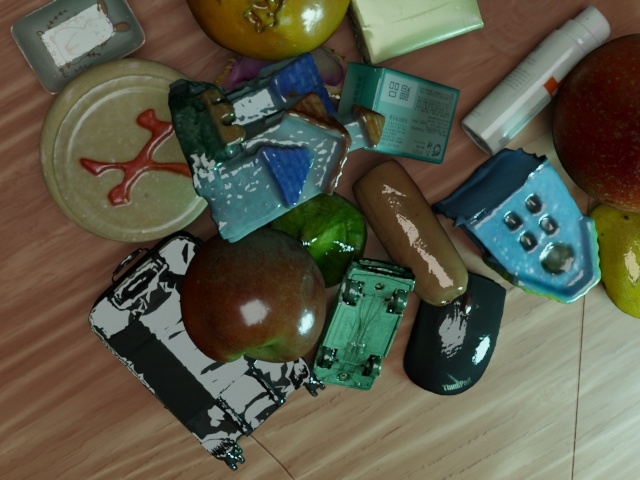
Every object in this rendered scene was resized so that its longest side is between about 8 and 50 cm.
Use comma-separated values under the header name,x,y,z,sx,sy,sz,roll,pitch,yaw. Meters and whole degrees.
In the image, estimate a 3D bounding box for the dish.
name,x,y,z,sx,sy,sz,roll,pitch,yaw
dish,-0.444,-0.379,1.776,0.212,0.077,0.151,-30,100,-2

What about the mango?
name,x,y,z,sx,sy,sz,roll,pitch,yaw
mango,0.643,0.040,1.968,0.157,0.109,0.262,-25,100,1

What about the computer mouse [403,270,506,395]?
name,x,y,z,sx,sy,sz,roll,pitch,yaw
computer mouse,0.273,0.194,1.950,0.170,0.100,0.269,12,97,-11

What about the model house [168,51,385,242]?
name,x,y,z,sx,sy,sz,roll,pitch,yaw
model house,-0.054,-0.182,1.582,0.329,0.295,0.252,-21,109,0

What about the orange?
name,x,y,z,sx,sy,sz,roll,pitch,yaw
orange,-0.090,-0.472,1.695,0.312,0.312,0.312,-1,99,-7

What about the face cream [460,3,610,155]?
name,x,y,z,sx,sy,sz,roll,pitch,yaw
face cream,0.431,-0.319,1.888,0.345,0.102,0.102,-43,102,2

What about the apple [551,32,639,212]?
name,x,y,z,sx,sy,sz,roll,pitch,yaw
apple,0.621,-0.216,1.817,0.348,0.277,0.349,-13,124,-19

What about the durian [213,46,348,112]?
name,x,y,z,sx,sy,sz,roll,pitch,yaw
durian,-0.066,-0.301,1.816,0.260,0.154,0.187,15,75,-7

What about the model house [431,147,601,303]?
name,x,y,z,sx,sy,sz,roll,pitch,yaw
model house,0.405,-0.013,1.868,0.215,0.237,0.303,-43,103,2

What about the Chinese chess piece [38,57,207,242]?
name,x,y,z,sx,sy,sz,roll,pitch,yaw
Chinese chess piece,-0.342,-0.164,1.758,0.338,0.140,0.338,-8,112,-19

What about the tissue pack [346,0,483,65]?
name,x,y,z,sx,sy,sz,roll,pitch,yaw
tissue pack,0.170,-0.441,1.820,0.234,0.125,0.159,-19,101,-3

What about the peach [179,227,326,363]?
name,x,y,z,sx,sy,sz,roll,pitch,yaw
peach,-0.113,0.094,1.654,0.252,0.252,0.253,-1,99,-7

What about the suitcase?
name,x,y,z,sx,sy,sz,roll,pitch,yaw
suitcase,-0.223,0.192,1.835,0.283,0.194,0.434,-43,101,-3

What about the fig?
name,x,y,z,sx,sy,sz,roll,pitch,yaw
fig,0.000,0.000,1.816,0.203,0.235,0.203,0,95,-5

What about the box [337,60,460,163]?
name,x,y,z,sx,sy,sz,roll,pitch,yaw
box,0.144,-0.236,1.804,0.244,0.092,0.153,6,99,-48

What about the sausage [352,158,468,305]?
name,x,y,z,sx,sy,sz,roll,pitch,yaw
sausage,0.177,-0.011,1.863,0.121,0.121,0.304,-32,86,-1

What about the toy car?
name,x,y,z,sx,sy,sz,roll,pitch,yaw
toy car,0.074,0.163,1.880,0.141,0.097,0.321,12,126,-9
